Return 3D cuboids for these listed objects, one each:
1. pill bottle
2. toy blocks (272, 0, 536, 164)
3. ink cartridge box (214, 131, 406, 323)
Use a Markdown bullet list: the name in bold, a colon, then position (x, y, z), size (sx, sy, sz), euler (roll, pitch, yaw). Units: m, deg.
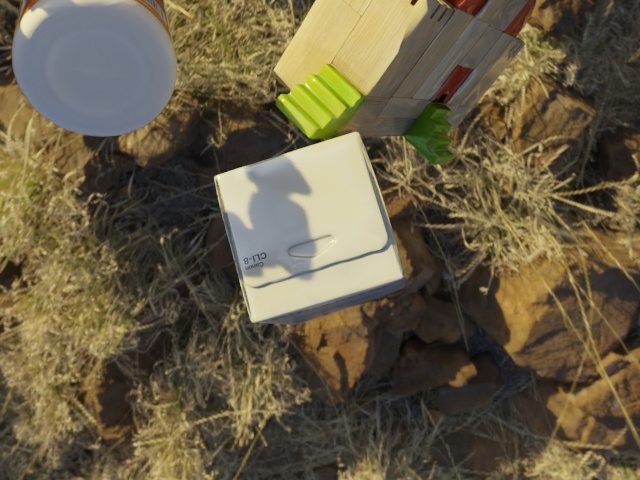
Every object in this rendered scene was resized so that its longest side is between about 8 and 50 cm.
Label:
- **pill bottle**: position (-0.196, -0.195, 0.540), size (0.121, 0.216, 0.121), euler (-10, 134, -11)
- **toy blocks**: position (0.129, -0.237, 0.630), size (0.191, 0.381, 0.261), euler (47, 120, 17)
- **ink cartridge box**: position (0.000, 0.000, 0.559), size (0.128, 0.176, 0.127), euler (-17, 81, 4)
